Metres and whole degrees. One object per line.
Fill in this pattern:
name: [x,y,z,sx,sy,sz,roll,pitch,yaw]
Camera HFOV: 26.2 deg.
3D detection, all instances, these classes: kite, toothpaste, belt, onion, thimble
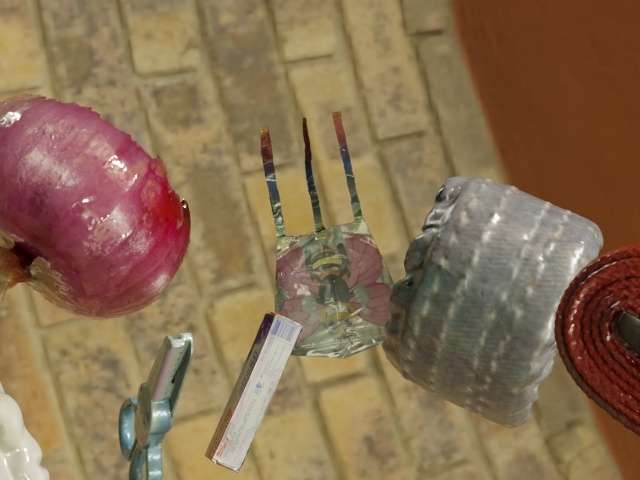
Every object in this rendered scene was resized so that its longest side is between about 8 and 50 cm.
kite: [0.000,0.001,1.998,0.022,0.204,0.360,-56,133,-78]
toothpaste: [-0.081,0.184,1.677,0.196,0.040,0.047,-67,-163,-5]
belt: [0.256,0.077,0.917,0.201,0.124,0.128,28,-77,20]
onion: [-0.362,-0.031,1.947,0.358,0.345,0.358,12,-46,12]
thimble: [0.166,0.058,1.359,0.172,0.205,0.236,25,-34,15]

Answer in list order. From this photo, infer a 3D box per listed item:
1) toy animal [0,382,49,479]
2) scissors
toy animal: [-0.288,0.137,0.915,0.204,0.208,0.156,-158,-115,-67]
scissors: [-0.173,0.177,1.435,0.256,0.030,0.125,115,-34,-47]
